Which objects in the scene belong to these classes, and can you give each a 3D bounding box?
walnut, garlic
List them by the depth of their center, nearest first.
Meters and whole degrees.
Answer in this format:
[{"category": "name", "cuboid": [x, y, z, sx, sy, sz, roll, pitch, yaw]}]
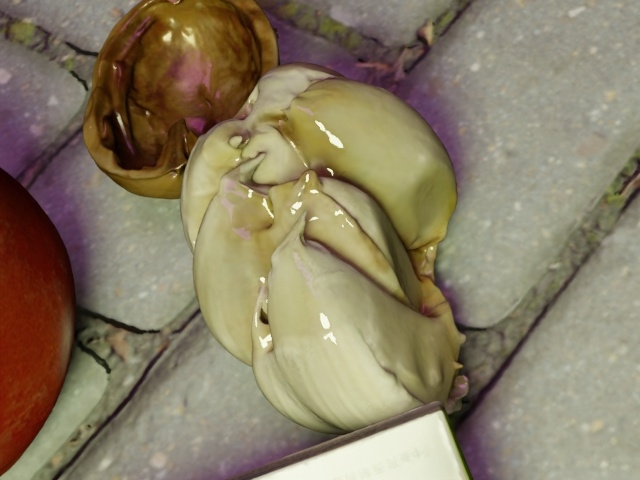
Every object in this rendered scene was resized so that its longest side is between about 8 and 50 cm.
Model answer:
[{"category": "garlic", "cuboid": [-0.013, -0.001, 0.966, 0.185, 0.203, 0.281, -12, 55, 31]}, {"category": "walnut", "cuboid": [-0.098, -0.109, 1.134, 0.167, 0.087, 0.211, -15, 51, 16]}]

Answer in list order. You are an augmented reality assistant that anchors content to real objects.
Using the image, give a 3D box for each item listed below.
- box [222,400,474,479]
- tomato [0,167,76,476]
[{"category": "box", "cuboid": [-0.017, 0.222, 0.839, 0.261, 0.062, 0.175, -21, 87, 3]}, {"category": "tomato", "cuboid": [-0.339, 0.043, 0.992, 0.325, 0.293, 0.289, 29, 81, 42]}]
